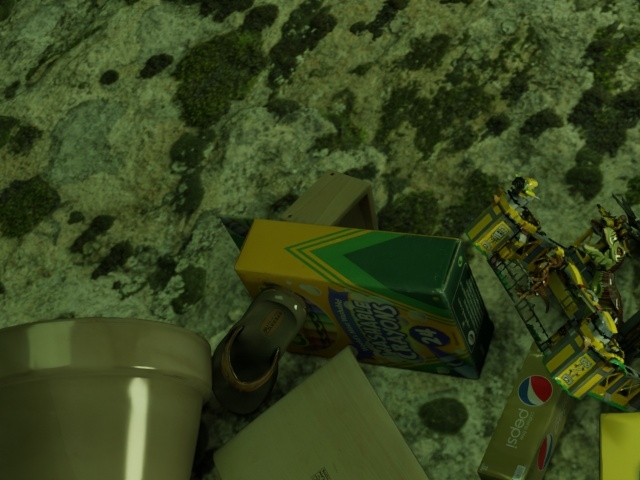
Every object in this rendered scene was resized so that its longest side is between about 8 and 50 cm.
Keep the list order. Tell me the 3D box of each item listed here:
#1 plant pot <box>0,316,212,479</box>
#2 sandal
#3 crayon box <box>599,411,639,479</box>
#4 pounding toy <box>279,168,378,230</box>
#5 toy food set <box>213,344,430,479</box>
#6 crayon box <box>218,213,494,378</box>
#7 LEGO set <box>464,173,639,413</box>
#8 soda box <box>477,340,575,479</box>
[{"bbox_3d":[-0.281,0.269,1.585,0.323,0.323,0.280,-11,68,13],"label":"plant pot"},{"bbox_3d":[-0.081,0.145,1.640,0.090,0.219,0.060,30,40,-6],"label":"sandal"},{"bbox_3d":[0.463,0.331,1.312,0.363,0.106,0.313,-3,73,19],"label":"crayon box"},{"bbox_3d":[0.000,0.000,1.775,0.100,0.141,0.130,21,51,32],"label":"pounding toy"},{"bbox_3d":[0.020,0.297,1.577,0.220,0.092,0.306,-38,49,6],"label":"toy food set"},{"bbox_3d":[0.034,0.070,1.650,0.323,0.203,0.083,7,58,25],"label":"crayon box"},{"bbox_3d":[0.338,0.037,1.523,0.192,0.255,0.331,-46,35,20],"label":"LEGO set"},{"bbox_3d":[0.248,0.213,1.555,0.058,0.061,0.181,14,62,29],"label":"soda box"}]
